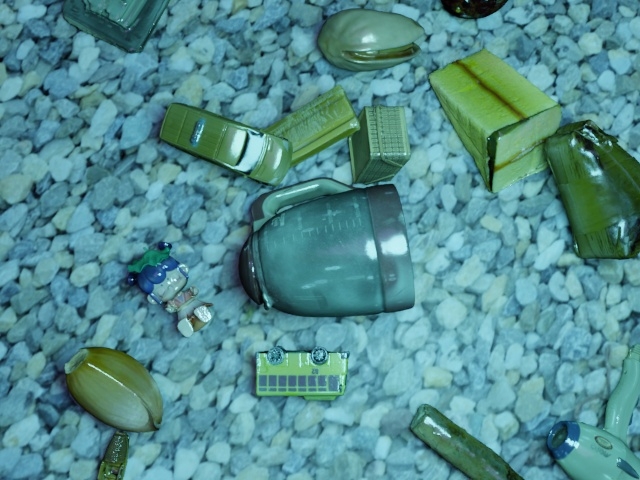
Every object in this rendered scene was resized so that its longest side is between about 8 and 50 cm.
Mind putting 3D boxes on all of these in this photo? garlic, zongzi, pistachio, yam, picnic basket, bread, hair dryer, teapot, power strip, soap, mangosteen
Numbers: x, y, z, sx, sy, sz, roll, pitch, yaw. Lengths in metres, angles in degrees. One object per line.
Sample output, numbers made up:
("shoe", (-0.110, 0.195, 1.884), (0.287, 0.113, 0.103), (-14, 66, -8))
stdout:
("garlic", (-0.365, 0.276, 1.140), (0.206, 0.128, 0.115), (34, 36, 3))
("zongzi", (0.608, -0.134, 1.220), (0.299, 0.145, 0.274), (-25, 98, -16))
("pistachio", (0.103, -0.419, 1.284), (0.223, 0.126, 0.152), (0, 43, -2))
("yam", (0.304, 0.422, 1.141), (0.317, 0.067, 0.071), (37, 108, 6))
("picnic basket", (0.113, -0.186, 1.217), (0.079, 0.164, 0.115), (-3, 78, -11))
("bread", (0.360, -0.257, 1.298), (0.167, 0.163, 0.264), (-25, 49, -5))
("hair dryer", (0.602, 0.394, 1.149), (0.298, 0.119, 0.296), (-37, 87, -21))
("teapot", (0.000, 0.000, 1.164), (0.311, 0.233, 0.315), (-8, 49, 2))
("power strip", (-0.435, -0.533, 1.326), (0.198, 0.064, 0.213), (24, 78, 2))
("soap", (-0.043, -0.207, 1.225), (0.251, 0.037, 0.092), (-26, 79, 21))
("mangosteen", (0.331, -0.560, 1.302), (0.172, 0.172, 0.184), (24, 59, 4))

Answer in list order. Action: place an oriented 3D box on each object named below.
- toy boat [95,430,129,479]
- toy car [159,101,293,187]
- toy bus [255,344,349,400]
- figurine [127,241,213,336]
("toy boat", (-0.386, 0.427, 1.135), (0.047, 0.049, 0.149), (12, 79, 1))
("toy car", (-0.184, -0.189, 1.199), (0.256, 0.124, 0.101), (23, 96, 24))
("toy bus", (-0.032, 0.248, 1.162), (0.174, 0.088, 0.101), (0, 80, 1))
("figurine", (-0.289, 0.099, 1.183), (0.111, 0.102, 0.195), (-36, 84, -11))
